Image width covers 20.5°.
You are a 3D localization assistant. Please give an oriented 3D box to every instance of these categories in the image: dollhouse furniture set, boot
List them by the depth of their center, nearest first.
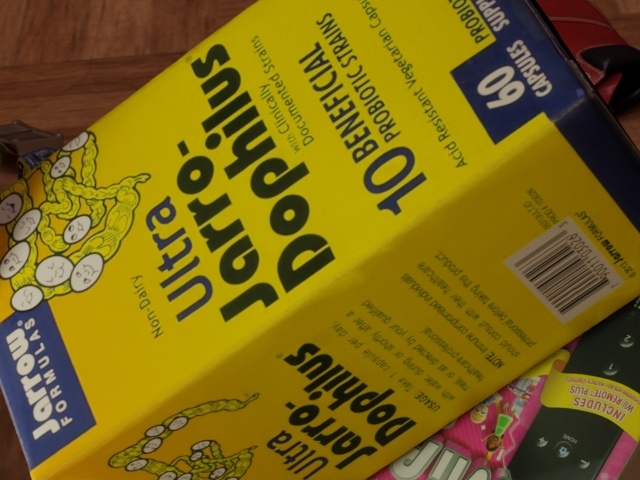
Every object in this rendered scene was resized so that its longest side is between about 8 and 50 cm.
[{"bbox_3d":[-0.303,-0.065,1.577,0.076,0.058,0.151,16,20,39],"label":"dollhouse furniture set"},{"bbox_3d":[0.171,-0.155,1.594,0.244,0.088,0.176,-12,36,-16],"label":"boot"}]

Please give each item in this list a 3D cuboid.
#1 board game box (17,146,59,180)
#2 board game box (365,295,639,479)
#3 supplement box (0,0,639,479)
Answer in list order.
[{"bbox_3d":[-0.140,0.055,1.272,0.060,0.194,0.194,-26,54,-27],"label":"board game box"},{"bbox_3d":[0.111,0.106,1.079,0.224,0.097,0.303,25,80,37],"label":"board game box"},{"bbox_3d":[0.000,0.000,1.015,0.356,0.195,0.194,-36,53,10],"label":"supplement box"}]
